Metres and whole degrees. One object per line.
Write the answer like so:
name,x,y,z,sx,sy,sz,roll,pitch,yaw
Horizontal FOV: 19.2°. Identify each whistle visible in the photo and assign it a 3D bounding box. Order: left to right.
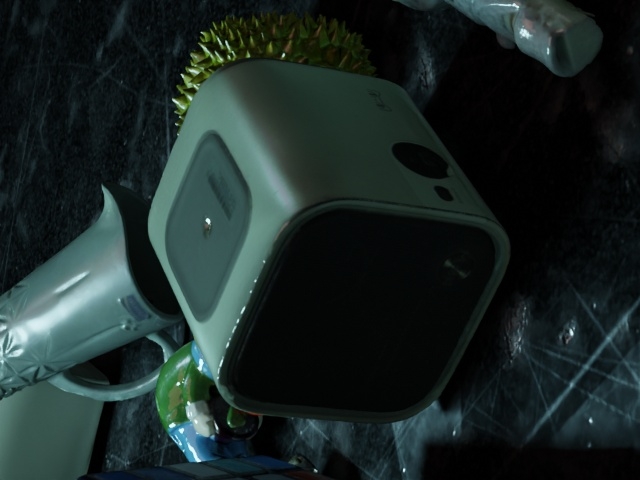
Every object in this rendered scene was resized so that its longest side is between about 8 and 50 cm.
whistle,0.134,-0.256,1.756,0.346,0.133,0.142,43,137,43

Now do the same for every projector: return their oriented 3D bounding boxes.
projector,0.000,0.000,1.798,0.248,0.248,0.249,-66,33,28

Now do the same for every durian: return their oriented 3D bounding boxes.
durian,-0.055,-0.145,2.024,0.237,0.176,0.200,7,109,50

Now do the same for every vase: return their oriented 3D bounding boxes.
vase,-0.305,0.099,2.318,0.301,0.251,0.156,-30,11,17

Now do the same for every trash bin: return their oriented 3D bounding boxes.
trash bin,-0.409,0.268,2.510,0.220,0.219,0.250,27,101,57

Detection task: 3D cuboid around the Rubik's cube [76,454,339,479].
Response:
Rubik's cube,-0.050,0.368,1.675,0.292,0.293,0.287,13,95,35

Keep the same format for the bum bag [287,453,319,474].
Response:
bum bag,-0.044,0.341,1.980,0.102,0.069,0.248,-116,36,-57

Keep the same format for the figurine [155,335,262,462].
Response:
figurine,-0.089,0.140,2.066,0.234,0.127,0.185,-48,48,31
